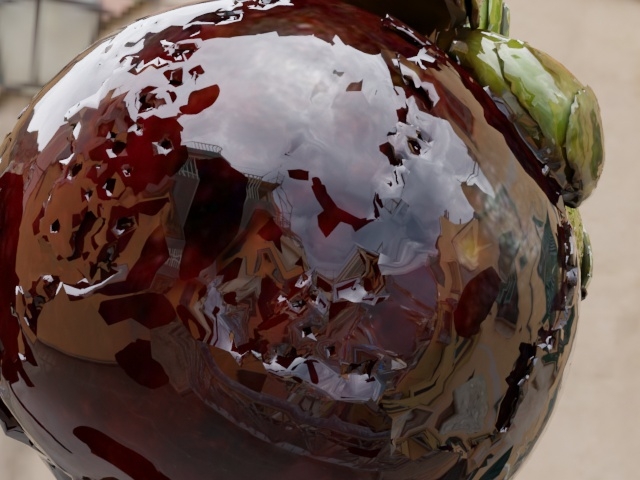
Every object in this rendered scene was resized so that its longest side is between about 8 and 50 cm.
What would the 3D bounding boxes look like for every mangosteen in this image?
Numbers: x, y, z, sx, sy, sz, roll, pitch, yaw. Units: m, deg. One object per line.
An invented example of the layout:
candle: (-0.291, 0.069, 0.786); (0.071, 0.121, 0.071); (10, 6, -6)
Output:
mangosteen: (0.000, 0.000, 0.475); (0.166, 0.180, 0.166); (36, -16, 12)
